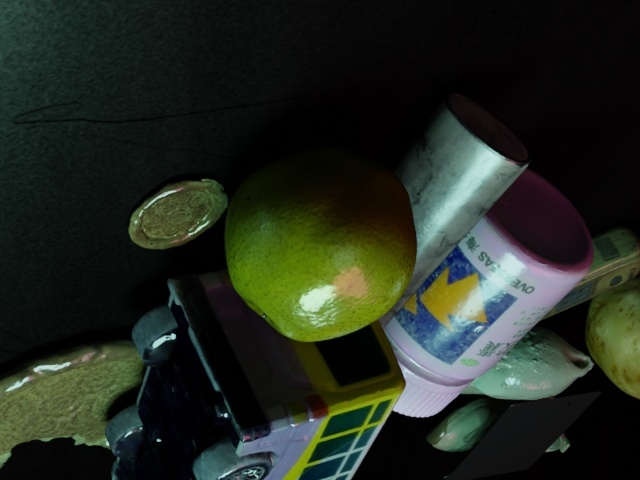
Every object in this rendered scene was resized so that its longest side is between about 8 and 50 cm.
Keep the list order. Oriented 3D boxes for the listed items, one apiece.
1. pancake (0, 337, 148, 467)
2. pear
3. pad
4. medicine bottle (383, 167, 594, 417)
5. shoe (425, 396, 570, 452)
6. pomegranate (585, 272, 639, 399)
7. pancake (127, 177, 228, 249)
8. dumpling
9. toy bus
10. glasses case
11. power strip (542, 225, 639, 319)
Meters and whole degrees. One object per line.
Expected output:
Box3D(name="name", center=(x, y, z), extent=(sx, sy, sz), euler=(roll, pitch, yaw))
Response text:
Box3D(name="pancake", center=(-0.291, 0.196, 1.704), extent=(0.286, 0.033, 0.288), euler=(-35, 152, 11))
Box3D(name="pear", center=(0.000, 0.000, 1.469), extent=(0.198, 0.198, 0.198), euler=(-21, 151, -12))
Box3D(name="pad", center=(0.300, 0.297, 2.221), extent=(0.160, 0.009, 0.265), euler=(-4, 148, -25))
Box3D(name="medicine bottle", center=(0.165, 0.060, 1.728), extent=(0.178, 0.178, 0.290), euler=(1, 140, -43))
Box3D(name="shoe", center=(0.283, 0.302, 2.321), extent=(0.275, 0.098, 0.103), euler=(-5, 141, -36))
Box3D(name="pomegranate", center=(0.489, 0.122, 2.098), extent=(0.215, 0.215, 0.215), euler=(-21, 151, -12))
Box3D(name="pancake", center=(-0.142, -0.027, 1.489), extent=(0.115, 0.011, 0.115), euler=(-23, 153, -12))
Box3D(name="dumpling", center=(0.287, 0.176, 2.130), extent=(0.219, 0.108, 0.153), euler=(7, 176, -26))
Box3D(name="toy bus", center=(-0.085, 0.221, 1.677), extent=(0.249, 0.209, 0.440), euler=(-13, 149, -27))
Box3D(name="glasses case", center=(0.100, -0.022, 1.603), extent=(0.299, 0.114, 0.060), euler=(-51, 178, 37))
Box3D(name="power strip", center=(0.288, 0.075, 1.982), extent=(0.388, 0.066, 0.092), euler=(-24, 154, -9))
